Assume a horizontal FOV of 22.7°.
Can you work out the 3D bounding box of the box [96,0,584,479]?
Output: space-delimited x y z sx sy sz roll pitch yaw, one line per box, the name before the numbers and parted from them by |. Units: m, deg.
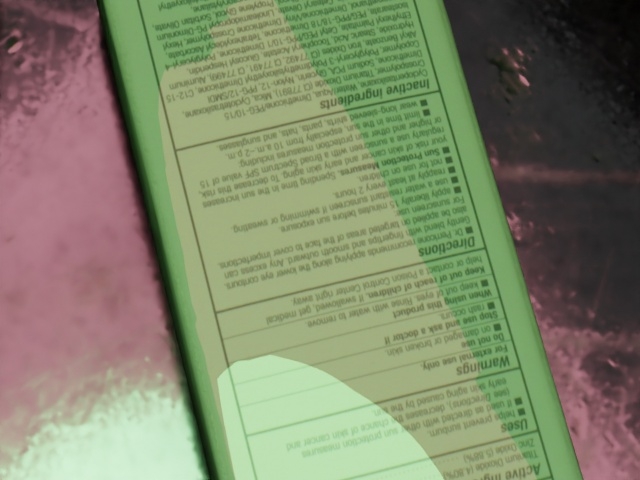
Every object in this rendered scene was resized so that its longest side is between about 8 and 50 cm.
box | 0.000 0.000 0.695 0.148 0.121 0.311 -12 77 -7
